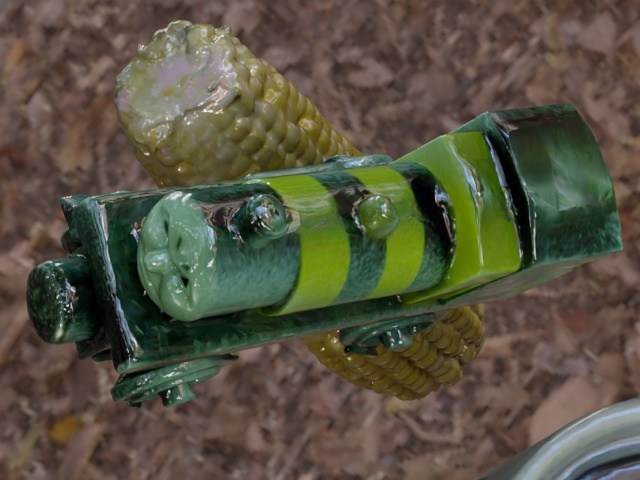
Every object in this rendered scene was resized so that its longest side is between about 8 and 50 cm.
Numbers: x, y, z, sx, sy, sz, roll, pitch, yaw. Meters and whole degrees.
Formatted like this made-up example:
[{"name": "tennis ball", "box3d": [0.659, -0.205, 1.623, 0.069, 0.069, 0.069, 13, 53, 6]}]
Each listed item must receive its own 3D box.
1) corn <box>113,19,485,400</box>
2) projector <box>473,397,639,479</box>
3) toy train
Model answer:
[{"name": "corn", "box3d": [0.000, 0.000, 0.745, 0.086, 0.288, 0.086, -15, 56, 23]}, {"name": "projector", "box3d": [0.107, 0.220, 0.562, 0.248, 0.248, 0.249, -52, -6, -14]}, {"name": "toy train", "box3d": [-0.002, 0.002, 0.582, 0.132, 0.200, 0.083, -30, 76, 51]}]
